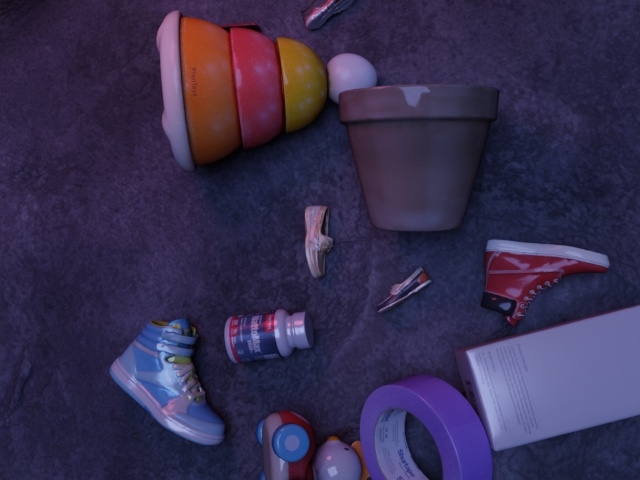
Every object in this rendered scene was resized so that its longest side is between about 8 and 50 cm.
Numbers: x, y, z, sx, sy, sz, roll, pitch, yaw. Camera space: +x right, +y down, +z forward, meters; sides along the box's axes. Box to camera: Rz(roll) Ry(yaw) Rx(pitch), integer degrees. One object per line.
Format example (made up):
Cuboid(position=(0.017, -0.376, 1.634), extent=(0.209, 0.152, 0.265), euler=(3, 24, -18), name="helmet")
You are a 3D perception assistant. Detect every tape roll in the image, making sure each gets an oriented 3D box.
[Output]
Cuboid(position=(0.197, 0.407, 1.217), extent=(0.275, 0.090, 0.274), euler=(15, 110, 51), name="tape roll")

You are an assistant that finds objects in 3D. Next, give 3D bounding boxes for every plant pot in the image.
Cuboid(position=(0.201, -0.168, 1.297), extent=(0.323, 0.323, 0.280), euler=(1, 99, 13), name="plant pot")

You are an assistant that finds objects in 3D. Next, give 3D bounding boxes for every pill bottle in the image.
Cuboid(position=(-0.112, 0.209, 1.390), extent=(0.180, 0.108, 0.107), euler=(-10, 80, 11), name="pill bottle")

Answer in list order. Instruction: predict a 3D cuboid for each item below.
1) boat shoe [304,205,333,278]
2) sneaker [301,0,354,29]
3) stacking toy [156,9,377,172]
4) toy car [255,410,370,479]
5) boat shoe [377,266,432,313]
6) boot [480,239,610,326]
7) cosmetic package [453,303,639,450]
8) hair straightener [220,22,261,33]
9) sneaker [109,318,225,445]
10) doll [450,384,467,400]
Cuboid(position=(0.000, 0.000, 1.417), extent=(0.059, 0.063, 0.170), euler=(-7, 80, 18), name="boat shoe")
Cuboid(position=(0.019, -0.578, 1.500), extent=(0.158, 0.061, 0.064), euler=(-33, 70, 6), name="sneaker")
Cuboid(position=(-0.107, -0.339, 1.410), extent=(0.480, 0.350, 0.350), euler=(-4, 81, -6), name="stacking toy")
Cuboid(position=(0.001, 0.459, 1.310), extent=(0.238, 0.219, 0.210), euler=(-1, 80, -17), name="toy car")
Cuboid(position=(0.178, 0.111, 1.369), extent=(0.137, 0.049, 0.043), euler=(-34, 73, 4), name="boat shoe")
Cuboid(position=(0.461, 0.095, 1.291), extent=(0.244, 0.088, 0.176), euler=(4, 83, 21), name="boot")
Cuboid(position=(0.468, 0.258, 1.200), extent=(0.366, 0.155, 0.196), euler=(-13, 79, 0), name="cosmetic package")
Cuboid(position=(-0.263, -0.494, 1.555), extent=(0.231, 0.047, 0.089), euler=(5, 83, 14), name="hair straightener")
Cuboid(position=(-0.310, 0.299, 1.413), extent=(0.319, 0.127, 0.208), euler=(33, 91, 14), name="sneaker")
Cuboid(position=(0.322, 0.335, 1.303), extent=(0.129, 0.046, 0.189), euler=(28, 88, 8), name="doll")
